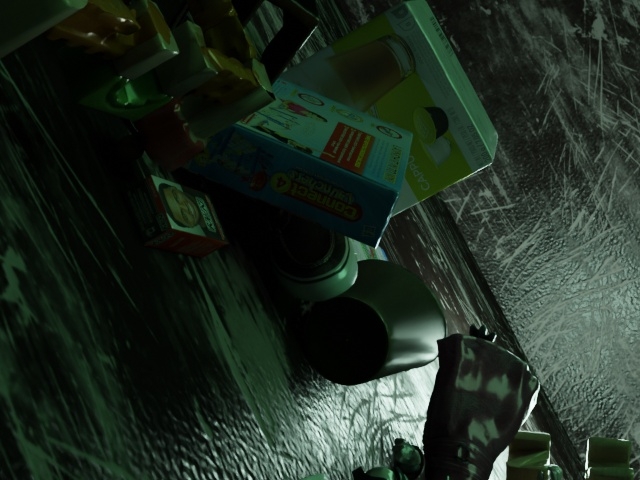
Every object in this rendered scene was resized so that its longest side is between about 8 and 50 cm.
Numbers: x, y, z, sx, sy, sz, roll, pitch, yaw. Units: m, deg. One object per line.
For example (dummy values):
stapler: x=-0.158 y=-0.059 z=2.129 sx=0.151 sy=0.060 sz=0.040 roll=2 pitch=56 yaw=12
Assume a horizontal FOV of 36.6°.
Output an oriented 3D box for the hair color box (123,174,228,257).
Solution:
hair color box: x=-0.167 y=-0.026 z=1.135 sx=0.072 sy=0.043 sz=0.141 roll=66 pitch=17 yaw=14

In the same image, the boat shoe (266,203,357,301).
boat shoe: x=-0.035 y=-0.036 z=1.416 sx=0.335 sy=0.121 sz=0.119 roll=-114 pitch=-174 yaw=-57

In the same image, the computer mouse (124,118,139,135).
computer mouse: x=-0.269 y=-0.238 z=1.189 sx=0.242 sy=0.041 sz=0.071 roll=59 pitch=15 yaw=-11

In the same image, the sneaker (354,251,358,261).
sneaker: x=0.000 y=0.000 z=1.602 sx=0.084 sy=0.069 sz=0.186 roll=26 pitch=31 yaw=-51

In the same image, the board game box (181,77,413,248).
board game box: x=-0.031 y=-0.134 z=1.358 sx=0.301 sy=0.086 sz=0.308 roll=23 pitch=22 yaw=0

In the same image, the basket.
basket: x=0.073 y=0.129 z=1.436 sx=0.204 sy=0.154 sz=0.227 roll=40 pitch=17 yaw=11

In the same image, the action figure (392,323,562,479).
action figure: x=0.189 y=0.319 z=1.423 sx=0.248 sy=0.276 sz=0.370 roll=28 pitch=59 yaw=-8

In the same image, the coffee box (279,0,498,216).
coffee box: x=0.125 y=-0.249 z=1.919 sx=0.338 sy=0.334 sz=0.338 roll=60 pitch=17 yaw=-8

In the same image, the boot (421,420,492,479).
boot: x=0.275 y=0.423 z=1.691 sx=0.269 sy=0.089 sz=0.236 roll=37 pitch=41 yaw=-55

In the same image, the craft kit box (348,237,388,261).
craft kit box: x=0.086 y=0.092 z=1.722 sx=0.246 sy=0.061 sz=0.250 roll=41 pitch=25 yaw=-58

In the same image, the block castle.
block castle: x=-0.256 y=-0.244 z=0.941 sx=0.303 sy=0.212 sz=0.453 roll=68 pitch=18 yaw=11

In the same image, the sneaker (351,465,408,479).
sneaker: x=0.080 y=0.352 z=1.162 sx=0.153 sy=0.094 sz=0.235 roll=58 pitch=15 yaw=-7

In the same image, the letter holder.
letter holder: x=-0.126 y=-0.275 z=1.307 sx=0.152 sy=0.214 sz=0.302 roll=34 pitch=16 yaw=-14

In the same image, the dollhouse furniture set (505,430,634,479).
dollhouse furniture set: x=0.467 y=0.529 z=1.496 sx=0.362 sy=0.394 sz=0.257 roll=-72 pitch=160 yaw=-50

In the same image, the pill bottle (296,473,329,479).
pill bottle: x=0.007 y=0.342 z=0.859 sx=0.246 sy=0.136 sz=0.136 roll=66 pitch=16 yaw=18
